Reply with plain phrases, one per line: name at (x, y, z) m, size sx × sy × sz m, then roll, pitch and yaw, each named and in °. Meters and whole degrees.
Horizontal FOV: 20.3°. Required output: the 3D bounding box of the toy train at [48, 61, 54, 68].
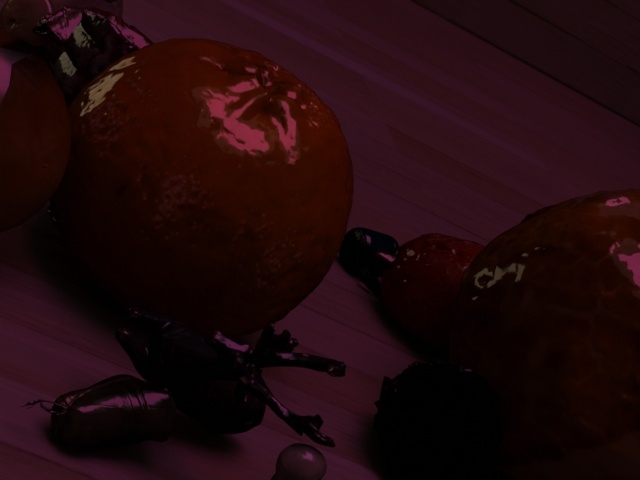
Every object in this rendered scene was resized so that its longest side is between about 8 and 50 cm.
toy train at (-0.288, -0.184, 2.304) m, size 0.176 × 0.074 × 0.118 m, roll 15°, pitch 36°, yaw -36°

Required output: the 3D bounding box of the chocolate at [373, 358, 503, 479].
chocolate at (0.115, 0.201, 1.994) m, size 0.156 × 0.156 × 0.133 m, roll 27°, pitch -7°, yaw -18°

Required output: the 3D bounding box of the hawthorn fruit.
hawthorn fruit at (0.174, 0.065, 2.323) m, size 0.173 × 0.173 × 0.179 m, roll 13°, pitch 29°, yaw -47°

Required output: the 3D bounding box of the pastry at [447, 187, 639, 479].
pastry at (0.318, 0.125, 2.076) m, size 0.313 × 0.388 × 0.388 m, roll 9°, pitch 31°, yaw -42°

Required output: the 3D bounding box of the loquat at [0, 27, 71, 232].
loquat at (-0.363, -0.113, 1.772) m, size 0.235 × 0.235 × 0.235 m, roll 30°, pitch 19°, yaw -12°

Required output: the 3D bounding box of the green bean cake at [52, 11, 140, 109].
green bean cake at (-0.219, -0.143, 2.120) m, size 0.233 × 0.198 × 0.097 m, roll 25°, pitch 15°, yaw -34°

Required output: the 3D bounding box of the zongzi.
zongzi at (-0.227, 0.154, 1.655) m, size 0.154 × 0.062 × 0.130 m, roll -2°, pitch 15°, yaw -35°

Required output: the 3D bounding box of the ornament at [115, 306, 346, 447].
ornament at (-0.057, 0.142, 1.677) m, size 0.236 × 0.080 × 0.202 m, roll 6°, pitch -29°, yaw 41°

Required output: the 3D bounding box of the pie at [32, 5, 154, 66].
pie at (-0.280, -0.199, 2.235) m, size 0.204 × 0.054 × 0.218 m, roll 11°, pitch 56°, yaw -28°

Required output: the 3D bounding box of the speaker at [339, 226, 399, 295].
speaker at (0.074, 0.026, 2.398) m, size 0.075 × 0.060 × 0.094 m, roll 15°, pitch 27°, yaw -41°

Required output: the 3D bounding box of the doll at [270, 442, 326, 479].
doll at (0.039, 0.289, 1.653) m, size 0.275 × 0.113 × 0.155 m, roll 32°, pitch 27°, yaw -28°

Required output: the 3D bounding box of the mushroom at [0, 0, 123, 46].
mushroom at (-0.346, -0.308, 2.476) m, size 0.108 × 0.096 × 0.247 m, roll 61°, pitch 24°, yaw -1°

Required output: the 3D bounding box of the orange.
orange at (-0.123, -0.068, 1.934) m, size 0.341 × 0.293 × 0.340 m, roll 27°, pitch 27°, yaw -15°
